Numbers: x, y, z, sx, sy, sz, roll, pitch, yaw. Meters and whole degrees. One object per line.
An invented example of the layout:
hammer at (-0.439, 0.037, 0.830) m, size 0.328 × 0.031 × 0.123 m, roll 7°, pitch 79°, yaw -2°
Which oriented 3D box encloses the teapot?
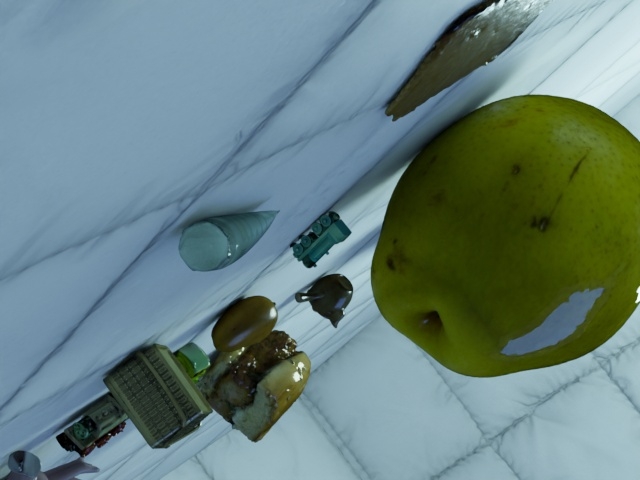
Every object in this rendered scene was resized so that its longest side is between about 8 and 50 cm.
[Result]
teapot at (0.007, 0.100, 2.464) m, size 0.080 × 0.085 × 0.110 m, roll -42°, pitch 152°, yaw 24°

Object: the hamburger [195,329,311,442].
hamburger at (-0.115, 0.242, 2.485) m, size 0.245 × 0.155 × 0.282 m, roll -47°, pitch 175°, yaw 17°

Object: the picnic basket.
picnic basket at (-0.204, 0.199, 1.862) m, size 0.079 × 0.115 × 0.164 m, roll -35°, pitch 173°, yaw -2°

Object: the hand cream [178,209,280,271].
hand cream at (-0.090, -0.001, 1.425) m, size 0.078 × 0.050 × 0.205 m, roll -39°, pitch 177°, yaw 11°

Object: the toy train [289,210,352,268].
toy train at (0.000, 0.000, 1.887) m, size 0.092 × 0.045 × 0.029 m, roll -45°, pitch 168°, yaw 34°

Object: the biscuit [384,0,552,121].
biscuit at (0.169, -0.209, 1.504) m, size 0.232 × 0.013 × 0.237 m, roll -34°, pitch 171°, yaw -31°

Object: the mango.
mango at (-0.108, 0.118, 2.044) m, size 0.114 × 0.060 × 0.080 m, roll -28°, pitch 166°, yaw -35°

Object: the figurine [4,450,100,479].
figurine at (-0.403, 0.367, 1.973) m, size 0.186 × 0.176 × 0.287 m, roll 2°, pitch 163°, yaw 15°

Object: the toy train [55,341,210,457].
toy train at (-0.258, 0.221, 2.014) m, size 0.249 × 0.053 × 0.085 m, roll -30°, pitch 162°, yaw -45°

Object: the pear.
pear at (0.268, -0.004, 1.933) m, size 0.418 × 0.362 × 0.362 m, roll -40°, pitch 175°, yaw -28°
